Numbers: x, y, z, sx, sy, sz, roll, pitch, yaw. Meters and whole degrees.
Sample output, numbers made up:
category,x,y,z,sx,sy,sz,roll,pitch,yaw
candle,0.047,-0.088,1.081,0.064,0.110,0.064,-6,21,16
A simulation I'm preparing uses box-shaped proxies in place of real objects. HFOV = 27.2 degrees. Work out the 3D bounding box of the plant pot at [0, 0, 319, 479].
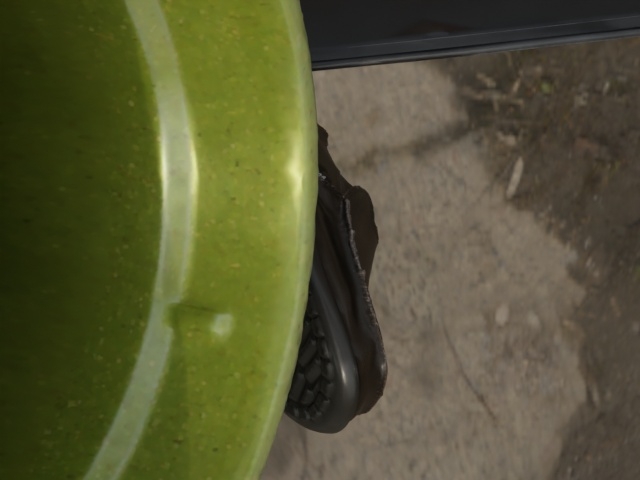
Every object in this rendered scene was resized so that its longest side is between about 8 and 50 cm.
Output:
category,x,y,z,sx,sy,sz,roll,pitch,yaw
plant pot,-0.169,-0.003,0.458,0.253,0.276,0.276,7,68,22

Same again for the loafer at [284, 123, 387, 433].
category,x,y,z,sx,sy,sz,roll,pitch,yaw
loafer,0.000,0.000,0.680,0.078,0.080,0.220,4,46,-25

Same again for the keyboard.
category,x,y,z,sx,sy,sz,roll,pitch,yaw
keyboard,0.055,-0.159,0.756,0.317,0.033,0.202,-5,44,0
